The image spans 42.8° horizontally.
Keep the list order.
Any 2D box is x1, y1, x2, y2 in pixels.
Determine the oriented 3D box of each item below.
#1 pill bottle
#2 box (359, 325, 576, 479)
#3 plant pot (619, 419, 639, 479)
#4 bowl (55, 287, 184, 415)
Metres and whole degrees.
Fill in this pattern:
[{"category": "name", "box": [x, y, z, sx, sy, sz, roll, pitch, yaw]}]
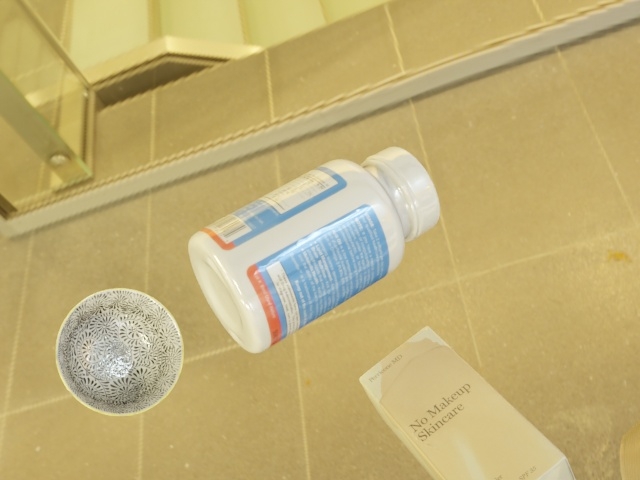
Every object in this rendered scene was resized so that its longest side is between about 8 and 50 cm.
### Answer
[{"category": "pill bottle", "box": [0.000, 0.000, 0.763, 0.221, 0.124, 0.124, -29, 46, -21]}, {"category": "box", "box": [0.204, 0.278, 1.169, 0.148, 0.121, 0.311, -38, 41, -9]}, {"category": "plant pot", "box": [0.640, 0.425, 1.553, 0.109, 0.237, 0.237, -8, 52, 34]}, {"category": "bowl", "box": [-0.279, 0.156, 1.112, 0.080, 0.170, 0.170, -30, 32, 59]}]
